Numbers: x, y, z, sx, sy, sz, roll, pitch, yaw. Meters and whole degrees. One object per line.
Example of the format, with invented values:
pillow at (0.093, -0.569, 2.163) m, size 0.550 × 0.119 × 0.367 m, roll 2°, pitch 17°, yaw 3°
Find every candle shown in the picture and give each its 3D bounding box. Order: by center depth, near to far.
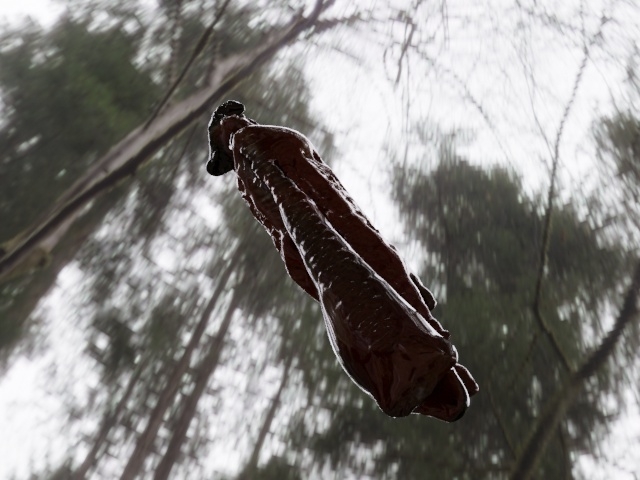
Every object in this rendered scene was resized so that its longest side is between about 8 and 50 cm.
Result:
candle at (0.000, 0.000, 0.914) m, size 0.059 × 0.302 × 0.084 m, roll -40°, pitch -47°, yaw 2°
